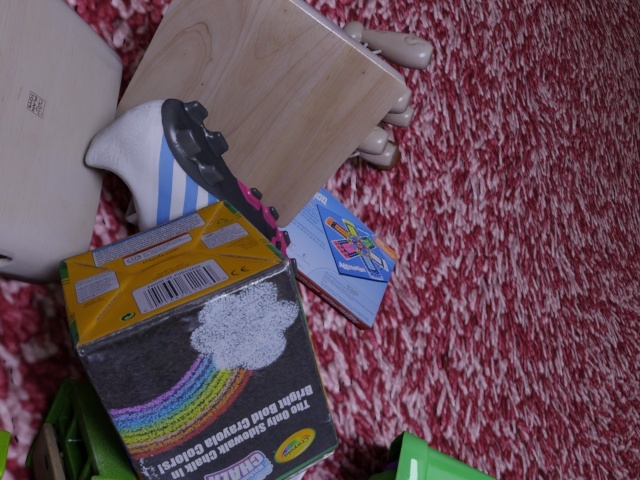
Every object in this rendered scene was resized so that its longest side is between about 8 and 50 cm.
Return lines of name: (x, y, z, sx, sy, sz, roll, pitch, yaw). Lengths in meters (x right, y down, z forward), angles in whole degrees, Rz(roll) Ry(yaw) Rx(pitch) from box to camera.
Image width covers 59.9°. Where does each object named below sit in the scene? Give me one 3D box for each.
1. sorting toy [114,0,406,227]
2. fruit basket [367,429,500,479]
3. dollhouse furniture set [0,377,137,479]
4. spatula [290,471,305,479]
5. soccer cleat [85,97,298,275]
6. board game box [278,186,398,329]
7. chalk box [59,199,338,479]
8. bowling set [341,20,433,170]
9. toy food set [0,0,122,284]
sorting toy: (-0.077, -0.178, 0.671, 0.255, 0.257, 0.089, 30, 36, -20)
fruit basket: (0.046, 0.419, 0.669, 0.391, 0.283, 0.392, -1, 65, 3)
dollhouse furniture set: (-0.318, 0.275, 0.462, 0.197, 0.151, 0.302, 23, 94, -39)
spatula: (-0.111, 0.290, 0.603, 0.242, 0.168, 0.019, -48, 143, -41)
soccer cleat: (-0.140, -0.021, 0.670, 0.116, 0.143, 0.331, -87, 156, -47)
board game box: (0.000, 0.000, 0.839, 0.281, 0.027, 0.145, 41, 58, -25)
chalk box: (-0.109, 0.140, 0.553, 0.180, 0.179, 0.289, -22, 120, -19)
bowling set: (0.058, -0.192, 0.888, 0.154, 0.200, 0.287, 21, 53, 12)
toy food set: (-0.310, -0.126, 0.535, 0.220, 0.092, 0.306, 47, 44, -68)
